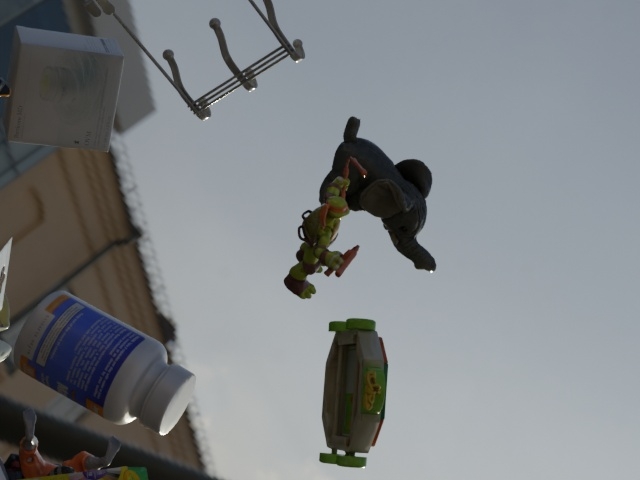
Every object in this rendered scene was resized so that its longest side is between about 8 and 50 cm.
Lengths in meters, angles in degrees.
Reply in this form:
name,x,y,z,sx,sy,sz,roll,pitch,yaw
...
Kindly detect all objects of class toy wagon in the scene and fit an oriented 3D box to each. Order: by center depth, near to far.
name,x,y,z,sx,sy,sz,roll,pitch,yaw
toy wagon,0.065,0.276,2.239,0.344,0.068,0.267,157,-61,-73

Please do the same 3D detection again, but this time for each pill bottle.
name,x,y,z,sx,sy,sz,roll,pitch,yaw
pill bottle,-0.346,0.205,2.007,0.272,0.152,0.152,27,-36,13

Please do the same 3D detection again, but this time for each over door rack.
name,x,y,z,sx,sy,sz,roll,pitch,yaw
over door rack,-0.212,-0.386,2.163,0.239,0.108,0.324,-30,-51,20

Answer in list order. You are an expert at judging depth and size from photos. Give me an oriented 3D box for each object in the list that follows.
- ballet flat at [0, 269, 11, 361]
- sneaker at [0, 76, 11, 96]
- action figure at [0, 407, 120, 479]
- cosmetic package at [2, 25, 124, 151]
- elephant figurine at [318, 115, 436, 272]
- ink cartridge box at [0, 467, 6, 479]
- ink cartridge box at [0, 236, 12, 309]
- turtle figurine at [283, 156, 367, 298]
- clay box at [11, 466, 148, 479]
name,x,y,z,sx,sy,sz,roll,pitch,yaw
ballet flat,-0.713,0.184,2.609,0.116,0.342,0.124,-28,-37,30
sneaker,-0.696,-0.245,2.451,0.083,0.215,0.084,31,15,-25
action figure,-0.601,0.478,2.430,0.330,0.341,0.178,-52,-139,29
cosmetic package,-0.561,-0.328,2.680,0.138,0.224,0.224,-123,-138,-59
elephant figurine,0.131,-0.080,2.273,0.239,0.169,0.186,24,-18,17
ink cartridge box,-0.460,0.290,1.537,0.206,0.045,0.208,-19,-88,48
ink cartridge box,-0.648,0.118,2.274,0.066,0.232,0.189,17,-55,-2
turtle figurine,0.000,0.000,2.064,0.087,0.270,0.217,14,-44,-12
clay box,-0.381,0.433,1.964,0.053,0.222,0.127,99,-19,-44
